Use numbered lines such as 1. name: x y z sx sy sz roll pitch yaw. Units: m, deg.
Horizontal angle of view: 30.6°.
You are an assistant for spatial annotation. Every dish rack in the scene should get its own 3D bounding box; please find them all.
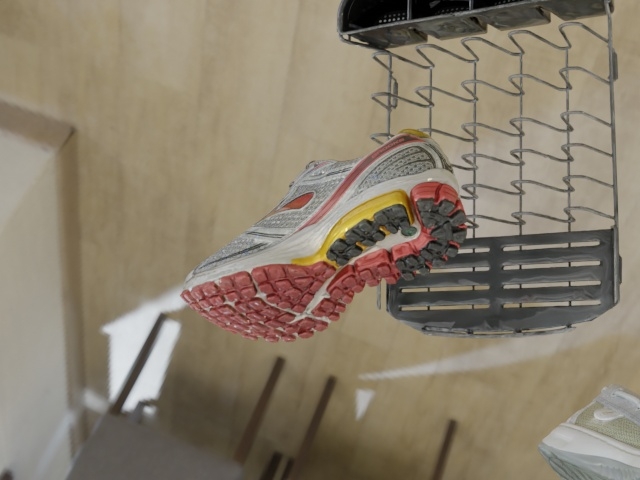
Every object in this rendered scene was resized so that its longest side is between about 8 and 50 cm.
1. dish rack: 0.119 -0.065 0.855 0.208 0.271 0.074 -4 171 30

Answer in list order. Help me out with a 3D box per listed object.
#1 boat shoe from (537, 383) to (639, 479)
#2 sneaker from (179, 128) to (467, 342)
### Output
1. boat shoe: 0.294 0.174 0.896 0.118 0.103 0.320 47 164 -15
2. sneaker: 0.000 0.000 0.807 0.225 0.092 0.088 -25 134 25
